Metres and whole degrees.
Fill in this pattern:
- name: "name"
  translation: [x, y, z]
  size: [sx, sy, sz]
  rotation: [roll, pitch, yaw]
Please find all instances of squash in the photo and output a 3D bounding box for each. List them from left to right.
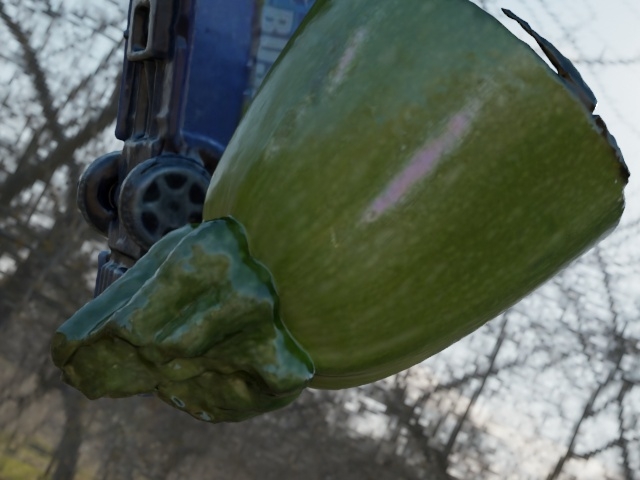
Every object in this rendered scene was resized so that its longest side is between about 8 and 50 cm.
- name: "squash"
  translation: [0.001, 0.007, 0.340]
  size: [0.105, 0.132, 0.105]
  rotation: [40, -14, 12]

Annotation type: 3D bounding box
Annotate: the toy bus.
- name: "toy bus"
  translation: [-0.024, -0.065, 0.451]
  size: [0.094, 0.236, 0.079]
  rotation: [6, 3, -21]
